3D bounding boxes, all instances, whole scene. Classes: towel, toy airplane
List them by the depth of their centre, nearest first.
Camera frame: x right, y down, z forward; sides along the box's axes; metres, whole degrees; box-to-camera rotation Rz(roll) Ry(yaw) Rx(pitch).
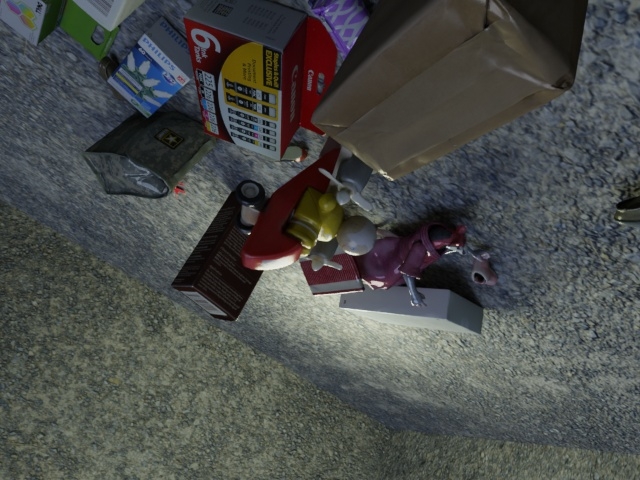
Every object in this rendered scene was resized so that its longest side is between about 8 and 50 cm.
[{"bbox_3d":[0.028,-0.086,1.032,0.272,0.384,0.386,44,-162,13],"label":"toy airplane"},{"bbox_3d":[0.000,0.000,1.359,0.237,0.037,0.329,-14,98,51],"label":"towel"},{"bbox_3d":[-0.523,-0.202,1.631,0.151,0.028,0.151,21,151,12],"label":"toy airplane"}]

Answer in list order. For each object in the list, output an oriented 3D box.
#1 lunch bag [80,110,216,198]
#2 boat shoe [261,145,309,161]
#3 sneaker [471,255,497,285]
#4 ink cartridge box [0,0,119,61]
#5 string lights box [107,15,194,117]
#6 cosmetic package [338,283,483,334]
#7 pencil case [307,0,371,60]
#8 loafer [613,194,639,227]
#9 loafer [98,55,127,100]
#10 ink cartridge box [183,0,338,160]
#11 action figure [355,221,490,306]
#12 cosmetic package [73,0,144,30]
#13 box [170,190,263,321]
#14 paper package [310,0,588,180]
[{"bbox_3d":[-0.459,-0.240,1.289,0.287,0.235,0.169,7,135,25],"label":"lunch bag"},{"bbox_3d":[-0.097,-0.231,1.229,0.137,0.049,0.043,8,-174,29],"label":"boat shoe"},{"bbox_3d":[0.457,0.104,1.306,0.051,0.070,0.134,-1,143,36],"label":"sneaker"},{"bbox_3d":[-0.636,-0.534,1.106,0.255,0.097,0.189,41,148,-23],"label":"ink cartridge box"},{"bbox_3d":[-0.406,-0.414,1.139,0.133,0.077,0.260,43,147,-26],"label":"string lights box"},{"bbox_3d":[0.294,0.220,1.514,0.377,0.097,0.284,0,165,38],"label":"cosmetic package"},{"bbox_3d":[0.065,-0.358,0.842,0.086,0.088,0.206,-2,141,44],"label":"pencil case"},{"bbox_3d":[0.643,-0.102,0.820,0.251,0.094,0.087,-31,95,46],"label":"loafer"},{"bbox_3d":[-0.542,-0.431,1.249,0.050,0.056,0.148,20,161,9],"label":"loafer"},{"bbox_3d":[-0.118,-0.332,0.990,0.272,0.130,0.309,21,151,7],"label":"ink cartridge box"},{"bbox_3d":[0.262,0.015,1.254,0.275,0.248,0.370,57,149,5],"label":"action figure"},{"bbox_3d":[-0.310,-0.478,0.795,0.085,0.231,0.117,40,148,-24],"label":"cosmetic package"},{"bbox_3d":[-0.272,0.037,1.457,0.143,0.381,0.191,-3,140,45],"label":"box"},{"bbox_3d":[0.175,-0.281,0.633,0.168,0.325,0.309,37,149,-20],"label":"paper package"}]
